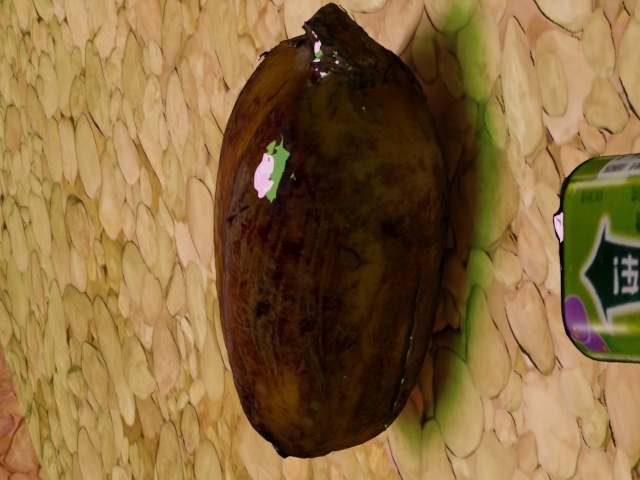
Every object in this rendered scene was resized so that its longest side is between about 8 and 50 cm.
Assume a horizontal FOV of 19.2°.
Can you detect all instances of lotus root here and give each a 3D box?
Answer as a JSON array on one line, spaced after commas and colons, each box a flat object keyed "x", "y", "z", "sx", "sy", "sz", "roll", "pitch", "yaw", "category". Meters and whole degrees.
[{"x": 0.000, "y": 0.000, "z": 1.498, "sx": 0.196, "sy": 0.179, "sz": 0.398, "roll": 50, "pitch": 143, "yaw": 45, "category": "lotus root"}]

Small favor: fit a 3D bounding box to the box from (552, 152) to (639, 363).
[{"x": 0.256, "y": 0.009, "z": 1.041, "sx": 0.345, "sy": 0.097, "sz": 0.134, "roll": 176, "pitch": 94, "yaw": -66, "category": "box"}]
